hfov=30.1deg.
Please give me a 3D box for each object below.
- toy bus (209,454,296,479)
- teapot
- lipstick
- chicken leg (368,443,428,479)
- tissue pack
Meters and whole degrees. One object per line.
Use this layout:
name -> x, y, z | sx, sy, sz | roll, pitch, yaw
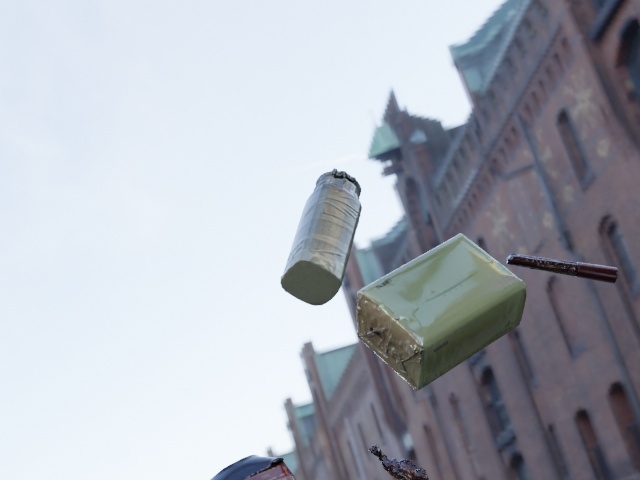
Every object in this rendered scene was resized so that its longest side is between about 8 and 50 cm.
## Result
toy bus -> -0.099, 0.433, 1.757 | 0.128, 0.147, 0.302 | -20, -31, -19
teapot -> 0.000, 0.000, 1.627 | 0.077, 0.200, 0.107 | 29, -47, -11
lipstick -> 0.384, 0.043, 1.898 | 0.177, 0.027, 0.027 | 8, -21, -1
chicken leg -> 0.088, 0.250, 1.301 | 0.021, 0.083, 0.036 | -47, -48, -21
tissue pack -> 0.192, 0.112, 1.918 | 0.234, 0.159, 0.125 | -28, -40, -28
